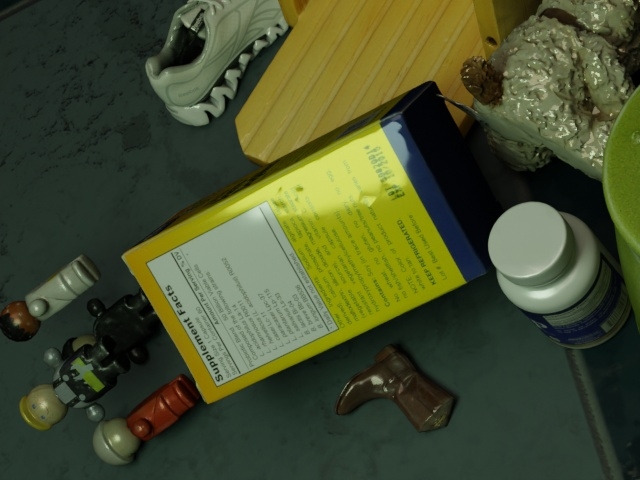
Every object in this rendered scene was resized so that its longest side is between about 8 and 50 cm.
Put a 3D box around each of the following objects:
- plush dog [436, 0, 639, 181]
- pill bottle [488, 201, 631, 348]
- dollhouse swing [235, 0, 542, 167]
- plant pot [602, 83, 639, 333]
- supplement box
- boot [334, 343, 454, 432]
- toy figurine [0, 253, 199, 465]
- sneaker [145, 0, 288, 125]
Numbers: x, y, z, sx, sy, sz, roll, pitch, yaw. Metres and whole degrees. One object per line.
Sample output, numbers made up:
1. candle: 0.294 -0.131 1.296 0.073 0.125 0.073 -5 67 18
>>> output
1. plush dog: 0.269 -0.204 1.769 0.225 0.211 0.262 -57 29 -11
2. pill bottle: 0.247 0.033 1.718 0.112 0.187 0.112 -12 62 24
3. dollhouse swing: 0.042 -0.263 1.920 0.347 0.315 0.305 23 60 34
4. plant pot: 0.428 -0.009 1.537 0.367 0.353 0.366 -11 63 24
5. supplement box: 0.000 0.000 1.811 0.357 0.195 0.194 -26 97 20
6. boot: 0.083 0.185 1.833 0.106 0.037 0.114 -49 59 3
7. toy figurine: -0.269 0.143 1.937 0.148 0.209 0.213 -37 55 16
8. sneaker: -0.115 -0.289 2.110 0.110 0.118 0.292 28 82 37
